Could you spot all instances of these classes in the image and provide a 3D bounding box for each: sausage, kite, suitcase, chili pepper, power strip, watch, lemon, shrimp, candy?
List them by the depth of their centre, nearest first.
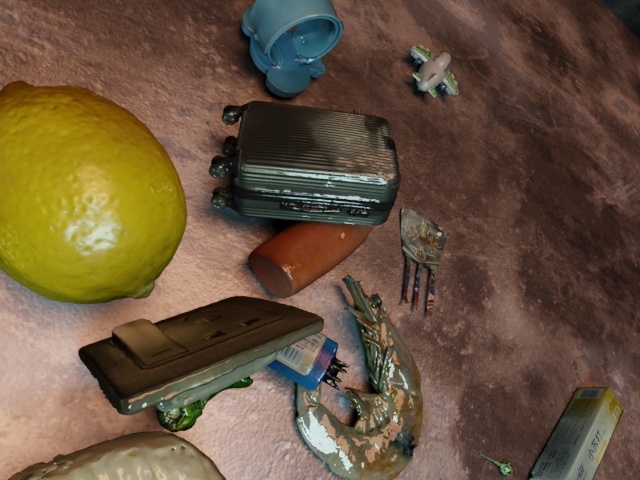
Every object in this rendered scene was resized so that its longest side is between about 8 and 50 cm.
[{"bbox_3d":[-0.309,-0.061,0.584,0.245,0.245,0.320,-32,86,-36],"label":"lemon"},{"bbox_3d":[-0.159,0.148,0.599,0.251,0.257,0.092,-9,98,-36],"label":"power strip"},{"bbox_3d":[-0.168,0.222,0.643,0.050,0.073,0.182,64,19,6],"label":"chili pepper"},{"bbox_3d":[-0.021,-0.133,0.789,0.312,0.128,0.202,6,48,-6],"label":"suitcase"},{"bbox_3d":[0.065,0.234,0.800,0.246,0.085,0.360,-2,75,-25],"label":"shrimp"},{"bbox_3d":[0.000,0.000,0.829,0.259,0.113,0.114,-34,90,-35],"label":"sausage"},{"bbox_3d":[0.351,0.446,0.917,0.083,0.025,0.023,28,30,-9],"label":"candy"},{"bbox_3d":[-0.047,-0.424,0.923,0.211,0.193,0.211,11,67,-27],"label":"watch"},{"bbox_3d":[0.221,0.042,1.004,0.141,0.015,0.245,25,56,-19],"label":"kite"}]

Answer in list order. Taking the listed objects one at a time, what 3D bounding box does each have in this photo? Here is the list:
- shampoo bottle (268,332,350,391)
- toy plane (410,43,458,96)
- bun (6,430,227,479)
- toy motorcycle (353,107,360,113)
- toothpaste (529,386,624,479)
[{"bbox_3d":[-0.040,0.175,0.734,0.183,0.050,0.087,29,70,5],"label":"shampoo bottle"},{"bbox_3d":[0.303,-0.452,1.220,0.174,0.080,0.174,14,62,-27],"label":"toy plane"},{"bbox_3d":[-0.240,0.392,0.465,0.359,0.211,0.360,23,50,-30],"label":"bun"},{"bbox_3d":[0.077,-0.185,0.958,0.058,0.100,0.173,-5,74,-33],"label":"toy motorcycle"},{"bbox_3d":[0.568,0.441,1.008,0.313,0.089,0.071,-32,94,-37],"label":"toothpaste"}]
